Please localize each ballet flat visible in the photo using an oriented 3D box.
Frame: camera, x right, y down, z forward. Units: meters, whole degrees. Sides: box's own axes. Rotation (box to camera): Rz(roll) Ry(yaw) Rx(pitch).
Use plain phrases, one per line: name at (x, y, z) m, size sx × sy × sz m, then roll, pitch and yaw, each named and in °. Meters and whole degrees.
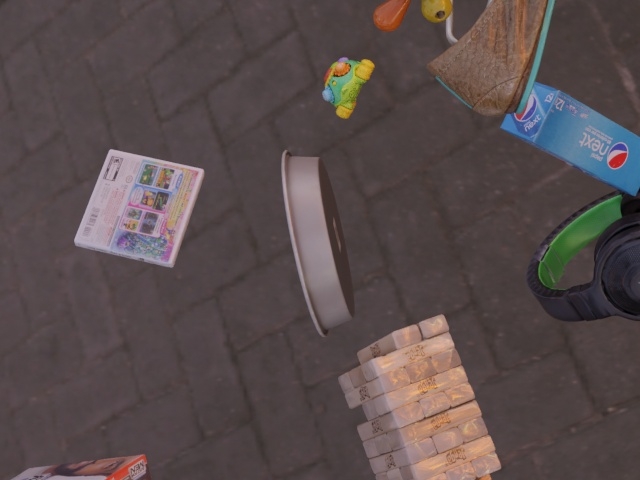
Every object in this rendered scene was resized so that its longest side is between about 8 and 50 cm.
ballet flat at (0.188, -0.288, 1.070) m, size 0.124 × 0.116 × 0.342 m, roll 21°, pitch 93°, yaw 3°

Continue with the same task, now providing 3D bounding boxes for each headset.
headset at (0.462, 0.016, 1.505) m, size 0.394 × 0.243 × 0.185 m, roll -20°, pitch 115°, yaw 46°

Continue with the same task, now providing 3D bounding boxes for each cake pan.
cake pan at (0.000, 0.000, 1.751) m, size 0.054 × 0.293 × 0.293 m, roll -12°, pitch 79°, yaw 6°

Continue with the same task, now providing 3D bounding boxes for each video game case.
video game case at (-0.253, -0.047, 1.610) m, size 0.143 × 0.019 × 0.157 m, roll 13°, pitch 63°, yaw 6°

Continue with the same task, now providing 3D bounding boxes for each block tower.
block tower at (0.122, 0.248, 1.068) m, size 0.336 × 0.091 × 0.097 m, roll 69°, pitch 155°, yaw 10°

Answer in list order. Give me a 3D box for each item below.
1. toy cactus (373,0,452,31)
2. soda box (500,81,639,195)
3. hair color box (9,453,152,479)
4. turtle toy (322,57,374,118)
toy cactus at (0.055, -0.250, 0.807) m, size 0.180 × 0.219 × 0.112 m, roll 47°, pitch 137°, yaw -7°
soda box at (0.329, -0.128, 1.441) m, size 0.067 × 0.210 × 0.071 m, roll 35°, pitch 101°, yaw 54°
hair color box at (-0.265, 0.268, 1.183) m, size 0.167 × 0.093 × 0.053 m, roll -11°, pitch 97°, yaw 29°
turtle toy at (0.040, -0.260, 1.868) m, size 0.066 × 0.130 × 0.095 m, roll 26°, pitch 110°, yaw -2°
